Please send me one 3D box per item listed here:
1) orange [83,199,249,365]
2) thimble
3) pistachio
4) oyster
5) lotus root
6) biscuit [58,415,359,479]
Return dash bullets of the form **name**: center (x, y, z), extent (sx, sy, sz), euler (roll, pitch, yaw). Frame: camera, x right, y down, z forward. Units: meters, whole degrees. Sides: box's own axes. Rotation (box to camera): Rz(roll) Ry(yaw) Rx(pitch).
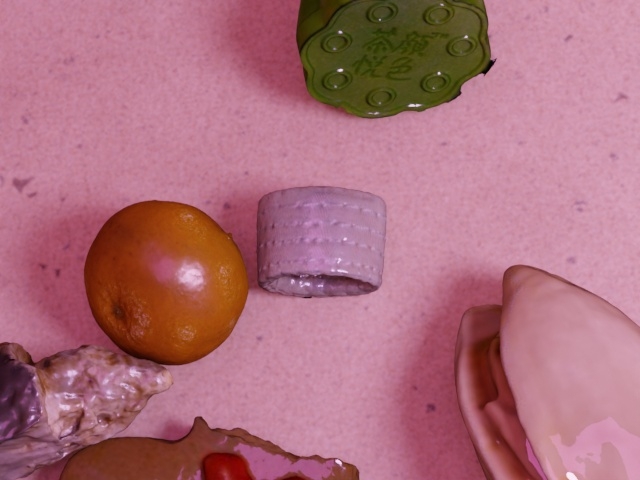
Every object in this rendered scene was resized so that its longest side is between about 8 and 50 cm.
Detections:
- **orange**: center (-0.136, 0.035, 1.754), extent (0.154, 0.155, 0.134), euler (38, 51, 14)
- **thimble**: center (0.000, 0.000, 1.768), extent (0.115, 0.102, 0.090), euler (6, 75, -21)
- **pistachio**: center (0.234, 0.162, 1.660), extent (0.193, 0.214, 0.318), euler (-48, 60, 38)
- **oyster**: center (-0.303, 0.158, 1.749), extent (0.341, 0.110, 0.166), euler (-11, 54, 23)
- **lotus root**: center (0.058, -0.229, 1.799), extent (0.186, 0.186, 0.186), euler (-2, 76, 7)
- **biscuit**: center (-0.100, 0.357, 1.705), extent (0.368, 0.076, 0.394), euler (19, 79, 11)
